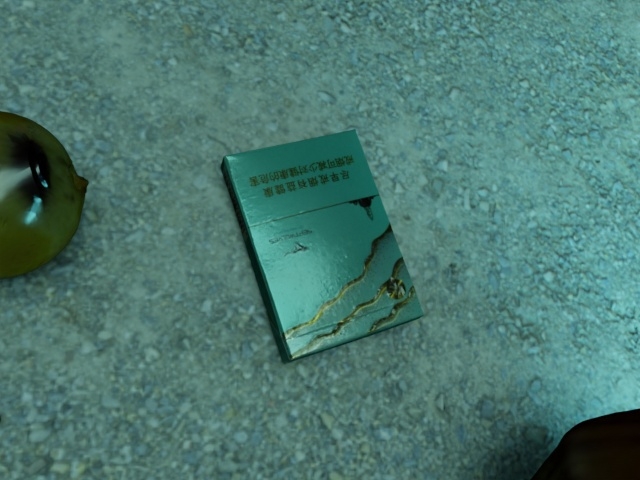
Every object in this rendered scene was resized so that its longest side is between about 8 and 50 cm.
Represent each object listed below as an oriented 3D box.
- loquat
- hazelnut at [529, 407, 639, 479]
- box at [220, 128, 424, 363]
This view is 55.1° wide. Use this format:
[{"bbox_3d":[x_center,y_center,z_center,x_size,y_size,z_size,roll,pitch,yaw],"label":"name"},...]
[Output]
[{"bbox_3d":[-0.291,-0.040,0.545,0.163,0.137,0.163,-1,93,-21],"label":"loquat"},{"bbox_3d":[0.337,0.344,0.492,0.421,0.421,0.352,-42,134,-23],"label":"hazelnut"},{"bbox_3d":[0.000,0.001,0.673,0.162,0.041,0.229,-16,79,-20],"label":"box"}]
